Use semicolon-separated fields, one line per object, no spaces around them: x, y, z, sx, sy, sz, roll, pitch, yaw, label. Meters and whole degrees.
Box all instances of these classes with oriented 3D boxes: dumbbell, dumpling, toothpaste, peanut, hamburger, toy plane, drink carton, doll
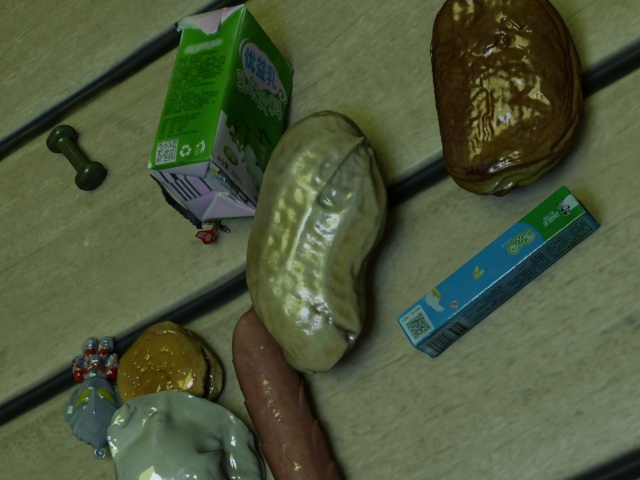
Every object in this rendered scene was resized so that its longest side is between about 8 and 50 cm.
-0.376;-0.128;1.933;0.052;0.046;0.118;-49;58;13;dumbbell
-0.167;0.306;1.619;0.193;0.147;0.258;-35;88;-7;dumpling
0.216;0.042;1.537;0.266;0.065;0.050;-40;56;13;toothpaste
-0.006;-0.001;1.625;0.174;0.158;0.340;15;85;2;peanut
-0.209;0.190;1.714;0.138;0.083;0.147;-49;54;11;hamburger
-0.131;-0.059;1.779;0.060;0.037;0.145;21;84;37;toy plane
-0.135;-0.168;1.710;0.108;0.161;0.271;-7;56;26;drink carton
-0.316;0.221;1.774;0.094;0.079;0.180;-3;63;-5;doll

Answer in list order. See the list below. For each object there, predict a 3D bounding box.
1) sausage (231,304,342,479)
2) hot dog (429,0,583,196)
-0.029;0.265;1.588;0.088;0.088;0.433;-33;60;16;sausage
0.227;-0.183;1.573;0.196;0.122;0.272;-16;71;26;hot dog
